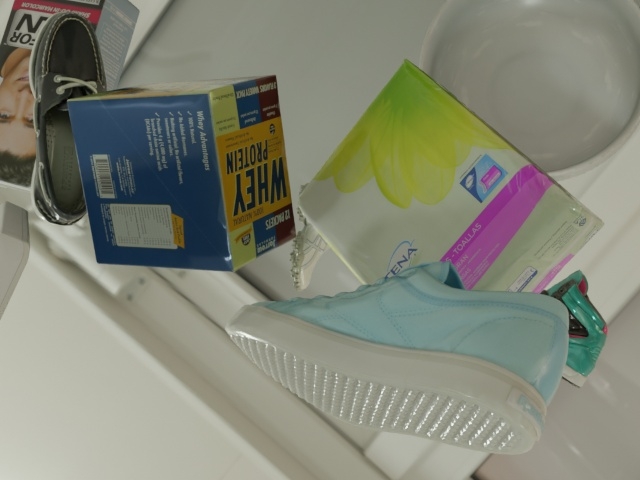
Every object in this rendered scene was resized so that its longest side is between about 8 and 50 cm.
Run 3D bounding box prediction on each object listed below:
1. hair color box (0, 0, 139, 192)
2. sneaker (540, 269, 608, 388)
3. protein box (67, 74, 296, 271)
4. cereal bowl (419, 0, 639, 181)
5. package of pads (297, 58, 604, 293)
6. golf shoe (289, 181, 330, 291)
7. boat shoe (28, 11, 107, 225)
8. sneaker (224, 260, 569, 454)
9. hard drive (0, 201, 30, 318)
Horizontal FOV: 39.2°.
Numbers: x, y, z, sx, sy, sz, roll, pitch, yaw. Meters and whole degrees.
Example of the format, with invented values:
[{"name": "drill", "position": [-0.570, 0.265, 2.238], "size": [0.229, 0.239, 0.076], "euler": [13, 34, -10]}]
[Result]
[{"name": "hair color box", "position": [-0.473, -0.267, 1.583], "size": [0.185, 0.374, 0.113], "euler": [13, 174, 19]}, {"name": "sneaker", "position": [0.412, 0.115, 1.670], "size": [0.295, 0.178, 0.124], "euler": [39, -174, 23]}, {"name": "protein box", "position": [-0.157, -0.080, 1.042], "size": [0.201, 0.199, 0.136], "euler": [2, -163, 29]}, {"name": "cereal bowl", "position": [0.323, -0.241, 1.356], "size": [0.339, 0.339, 0.141], "euler": [43, -179, 18]}, {"name": "package of pads", "position": [0.129, -0.029, 1.013], "size": [0.101, 0.229, 0.296], "euler": [21, -157, -51]}, {"name": "golf shoe", "position": [0.000, 0.000, 1.381], "size": [0.086, 0.176, 0.069], "euler": [7, -159, -11]}, {"name": "boat shoe", "position": [-0.338, -0.171, 1.232], "size": [0.114, 0.302, 0.091], "euler": [-1, 179, -29]}, {"name": "sneaker", "position": [0.069, 0.090, 0.844], "size": [0.366, 0.150, 0.135], "euler": [9, 143, 42]}, {"name": "hard drive", "position": [-0.364, 0.069, 0.949], "size": [0.040, 0.203, 0.307], "euler": [25, 179, -19]}]
